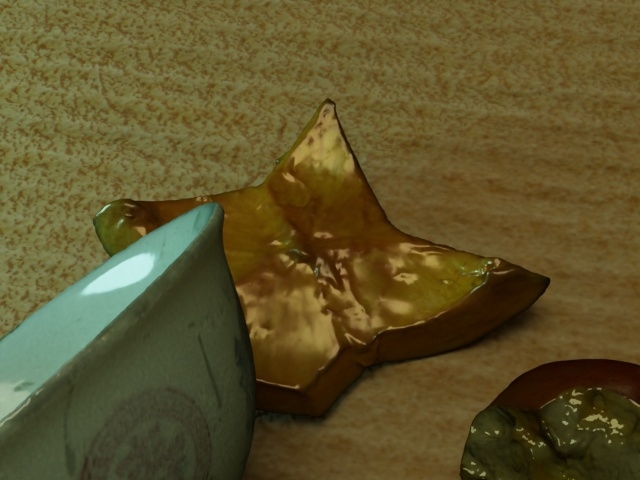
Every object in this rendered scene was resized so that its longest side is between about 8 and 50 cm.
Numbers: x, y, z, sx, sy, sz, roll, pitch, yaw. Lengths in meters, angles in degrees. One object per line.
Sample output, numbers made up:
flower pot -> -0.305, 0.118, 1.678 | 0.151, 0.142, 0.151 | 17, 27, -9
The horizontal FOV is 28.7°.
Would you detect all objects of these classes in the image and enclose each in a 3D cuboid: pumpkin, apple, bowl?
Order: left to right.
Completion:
bowl -> -0.182, 0.180, 0.844 | 0.435, 0.435, 0.196 | -40, 100, -18
pumpkin -> -0.006, 0.022, 1.034 | 0.258, 0.095, 0.290 | -32, 58, -18
apple -> 0.185, 0.156, 0.863 | 0.147, 0.156, 0.158 | -20, 36, -35
